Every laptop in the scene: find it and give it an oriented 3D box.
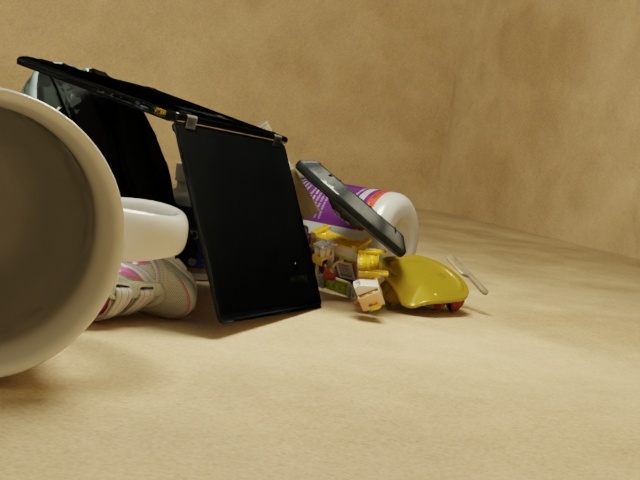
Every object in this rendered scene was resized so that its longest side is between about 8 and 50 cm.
[{"bbox_3d":[-0.201,-0.075,1.628,0.408,0.236,0.382,21,7,19],"label":"laptop"}]

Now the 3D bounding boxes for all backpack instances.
[{"bbox_3d":[-0.372,-0.111,1.734,0.290,0.355,0.273,7,-27,-39],"label":"backpack"}]

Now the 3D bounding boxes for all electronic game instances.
[{"bbox_3d":[0.049,-0.052,1.813,0.229,0.048,0.229,41,4,-3],"label":"electronic game"}]

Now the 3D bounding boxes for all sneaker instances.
[{"bbox_3d":[-0.269,0.059,1.415,0.252,0.103,0.111,20,39,-30],"label":"sneaker"}]

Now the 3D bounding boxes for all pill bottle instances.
[{"bbox_3d":[0.006,-0.020,2.062,0.323,0.181,0.181,12,7,29],"label":"pill bottle"},{"bbox_3d":[-0.211,-0.034,1.877,0.112,0.186,0.112,8,6,-1],"label":"pill bottle"}]

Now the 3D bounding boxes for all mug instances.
[{"bbox_3d":[-0.326,-0.022,1.187,0.374,0.276,0.328,3,6,-21],"label":"mug"}]

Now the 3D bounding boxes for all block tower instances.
[{"bbox_3d":[-0.090,-0.118,1.962,0.091,0.097,0.335,-31,22,1],"label":"block tower"}]

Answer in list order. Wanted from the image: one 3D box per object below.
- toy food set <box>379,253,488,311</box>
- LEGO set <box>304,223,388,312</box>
[{"bbox_3d":[0.176,0.087,1.888,0.218,0.071,0.128,-1,36,-44],"label":"toy food set"},{"bbox_3d":[0.039,0.065,1.816,0.132,0.107,0.287,-10,28,-34],"label":"LEGO set"}]
